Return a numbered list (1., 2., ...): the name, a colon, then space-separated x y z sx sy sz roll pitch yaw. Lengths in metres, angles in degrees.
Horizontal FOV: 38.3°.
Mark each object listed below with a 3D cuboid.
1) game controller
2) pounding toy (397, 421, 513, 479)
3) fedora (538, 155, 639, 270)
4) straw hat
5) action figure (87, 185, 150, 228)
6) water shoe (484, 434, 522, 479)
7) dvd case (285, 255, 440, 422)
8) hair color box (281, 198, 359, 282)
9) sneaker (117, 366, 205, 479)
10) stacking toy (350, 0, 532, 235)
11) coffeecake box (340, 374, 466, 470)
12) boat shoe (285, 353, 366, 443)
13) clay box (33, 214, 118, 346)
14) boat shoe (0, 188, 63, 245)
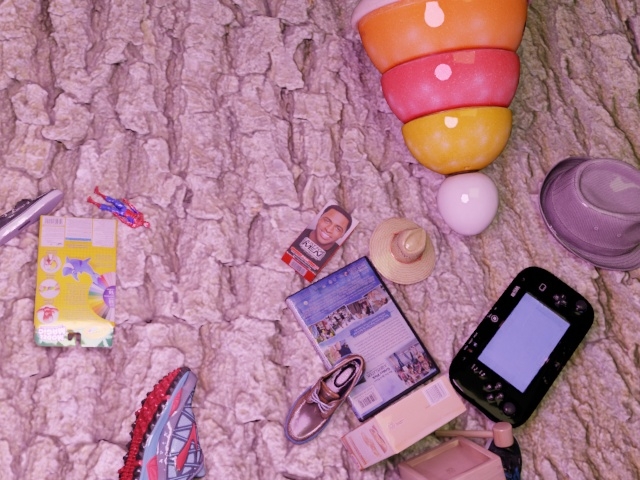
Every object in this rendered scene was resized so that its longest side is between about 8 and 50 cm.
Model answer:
1. game controller: 0.369 0.189 1.687 0.166 0.067 0.319 41 62 3
2. pounding toy: 0.242 0.383 1.534 0.206 0.181 0.094 -19 102 -19
3. fedora: 0.576 -0.074 1.827 0.275 0.124 0.244 22 64 -7
4. straw hat: 0.165 0.008 1.694 0.144 0.061 0.144 10 61 -19
5. action figure: -0.346 -0.053 1.597 0.115 0.030 0.038 30 58 -5
6. water shoe: 0.315 0.416 1.567 0.073 0.080 0.203 18 64 -9
7. dvd case: 0.076 0.169 1.632 0.180 0.022 0.253 -27 78 -26
8. hair color box: 0.000 0.000 1.668 0.072 0.043 0.141 38 62 2
9. sneaker: -0.236 0.330 1.446 0.125 0.104 0.262 31 60 -27
10. stacking toy: 0.254 -0.246 1.756 0.350 0.350 0.480 -7 89 -19
11. coffeecake box: 0.131 0.300 1.501 0.142 0.185 0.068 -26 78 -25
12. boat shoe: 0.006 0.257 1.535 0.066 0.066 0.183 37 75 8
13. clay box: -0.401 0.072 1.512 0.127 0.053 0.222 3 68 -16
14. boat shoe: -0.495 -0.048 1.538 0.040 0.049 0.142 46 65 6
